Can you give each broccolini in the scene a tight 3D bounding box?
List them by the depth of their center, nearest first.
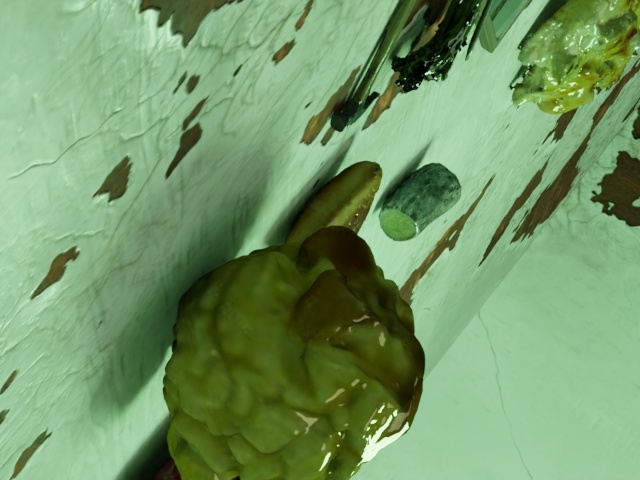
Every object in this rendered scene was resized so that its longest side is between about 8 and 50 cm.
[{"bbox_3d":[0.126,-0.221,1.807,0.271,0.062,0.123,117,-2,-63],"label":"broccolini"}]

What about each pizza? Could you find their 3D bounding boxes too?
[{"bbox_3d":[0.348,-0.251,2.487,0.223,0.089,0.323,-40,164,-12],"label":"pizza"}]

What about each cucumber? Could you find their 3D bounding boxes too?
[{"bbox_3d":[0.115,-0.045,2.295,0.112,0.064,0.064,-39,162,-43],"label":"cucumber"}]

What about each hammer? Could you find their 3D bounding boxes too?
[{"bbox_3d":[0.063,-0.181,1.786,0.062,0.017,0.182,-38,160,-57],"label":"hammer"}]

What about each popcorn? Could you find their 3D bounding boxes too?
[{"bbox_3d":[-0.041,0.120,1.760,0.332,0.225,0.265,-52,-168,45],"label":"popcorn"}]

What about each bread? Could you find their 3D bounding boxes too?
[{"bbox_3d":[-0.006,-0.001,1.945,0.136,0.054,0.154,-41,158,-54],"label":"bread"}]

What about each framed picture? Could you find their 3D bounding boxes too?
[{"bbox_3d":[0.256,-0.344,2.098,0.289,0.016,0.213,-54,169,-1],"label":"framed picture"}]

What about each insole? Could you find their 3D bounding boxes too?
[{"bbox_3d":[0.179,-0.268,1.908,0.065,0.004,0.197,-136,-112,-88],"label":"insole"}]

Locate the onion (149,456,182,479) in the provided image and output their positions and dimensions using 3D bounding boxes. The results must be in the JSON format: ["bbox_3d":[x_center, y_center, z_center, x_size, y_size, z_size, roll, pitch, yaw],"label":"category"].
[{"bbox_3d":[-0.130,0.269,2.084,0.283,0.120,0.227,-61,172,30],"label":"onion"}]
